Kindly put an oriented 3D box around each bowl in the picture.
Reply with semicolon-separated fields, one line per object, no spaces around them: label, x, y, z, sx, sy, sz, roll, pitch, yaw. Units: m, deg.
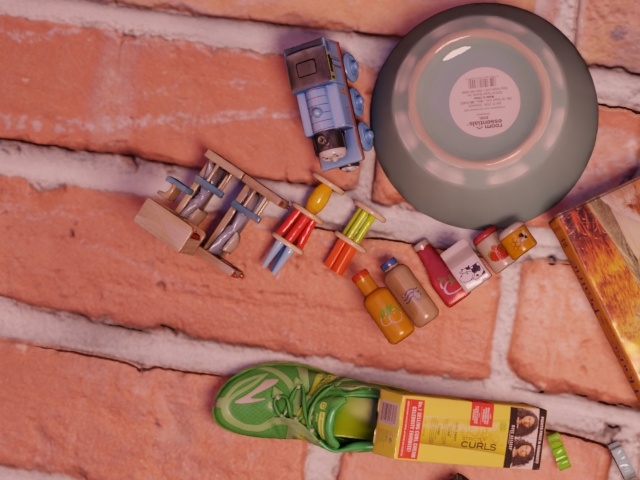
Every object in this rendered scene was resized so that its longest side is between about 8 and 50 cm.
bowl;0.209;-0.174;1.883;0.311;0.163;0.311;-1;86;9

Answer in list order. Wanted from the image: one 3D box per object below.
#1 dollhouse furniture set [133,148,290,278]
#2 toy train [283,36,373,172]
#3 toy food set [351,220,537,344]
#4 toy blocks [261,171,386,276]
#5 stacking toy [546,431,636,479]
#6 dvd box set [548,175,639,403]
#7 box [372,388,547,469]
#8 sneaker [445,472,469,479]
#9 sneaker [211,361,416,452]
dollhouse furniture set;-0.139;-0.037;1.915;0.129;0.184;0.129;34;92;9
toy train;0.011;-0.182;1.934;0.080;0.105;0.184;-14;83;26
toy food set;0.163;0.029;1.903;0.232;0.111;0.104;-36;83;8
toy blocks;0.000;0.000;1.958;0.123;0.054;0.148;34;92;9
stacking toy;0.413;0.322;1.885;0.167;0.052;0.221;-24;82;5
dvd box set;0.522;0.095;1.848;0.308;0.062;0.420;-24;83;-3
box;0.181;0.243;1.852;0.232;0.058;0.087;10;87;-29
sneaker;0.133;0.374;1.906;0.227;0.087;0.130;0;71;18
sneaker;-0.001;0.221;1.911;0.295;0.123;0.109;3;88;9
